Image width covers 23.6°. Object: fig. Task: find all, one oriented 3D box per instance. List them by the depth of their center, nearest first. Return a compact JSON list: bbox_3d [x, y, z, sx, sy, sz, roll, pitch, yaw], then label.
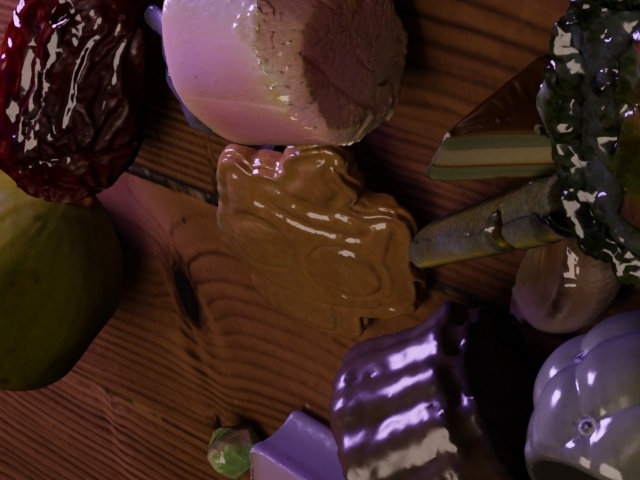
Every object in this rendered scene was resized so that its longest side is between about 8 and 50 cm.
[{"bbox_3d":[-0.432,0.038,2.190,0.343,0.343,0.343,30,139,30],"label":"fig"}]

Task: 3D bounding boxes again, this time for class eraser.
[{"bbox_3d":[0.073,0.427,2.091,0.359,0.122,0.272,26,135,32],"label":"eraser"}]

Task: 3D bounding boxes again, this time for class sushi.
[{"bbox_3d":[0.331,-0.099,1.279,0.294,0.178,0.352,28,141,36],"label":"sushi"}]

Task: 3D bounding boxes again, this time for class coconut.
[{"bbox_3d":[-0.047,-0.214,1.598,0.245,0.233,0.233,11,128,44],"label":"coconut"},{"bbox_3d":[-0.127,0.308,2.251,0.081,0.082,0.083,51,144,-3],"label":"coconut"}]

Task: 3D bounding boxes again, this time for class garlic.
[{"bbox_3d":[0.258,0.037,1.568,0.101,0.087,0.195,53,150,30],"label":"garlic"}]

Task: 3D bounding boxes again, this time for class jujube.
[{"bbox_3d":[-0.314,-0.210,1.939,0.216,0.216,0.342,41,138,17],"label":"jujube"}]

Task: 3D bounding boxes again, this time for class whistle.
[{"bbox_3d":[0.178,-0.015,1.568,0.057,0.068,0.326,37,163,-12],"label":"whistle"}]

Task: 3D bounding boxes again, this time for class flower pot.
[{"bbox_3d":[0.322,0.187,1.491,0.246,0.195,0.246,32,158,14],"label":"flower pot"}]

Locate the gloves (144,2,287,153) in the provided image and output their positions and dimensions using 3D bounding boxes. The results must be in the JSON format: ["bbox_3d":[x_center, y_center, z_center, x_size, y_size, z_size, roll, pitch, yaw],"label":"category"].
[{"bbox_3d":[-0.104,-0.188,1.793,0.285,0.119,0.142,43,113,21],"label":"gloves"}]

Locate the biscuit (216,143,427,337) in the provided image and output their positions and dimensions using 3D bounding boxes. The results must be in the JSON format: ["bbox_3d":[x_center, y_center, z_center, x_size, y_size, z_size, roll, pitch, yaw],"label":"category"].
[{"bbox_3d":[-0.002,0.003,1.795,0.269,0.051,0.376,21,148,13],"label":"biscuit"}]

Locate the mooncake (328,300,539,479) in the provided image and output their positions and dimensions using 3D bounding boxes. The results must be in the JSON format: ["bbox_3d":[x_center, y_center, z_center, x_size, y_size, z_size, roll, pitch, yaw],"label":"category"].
[{"bbox_3d":[0.161,0.233,1.652,0.187,0.324,0.324,-28,98,23],"label":"mooncake"}]

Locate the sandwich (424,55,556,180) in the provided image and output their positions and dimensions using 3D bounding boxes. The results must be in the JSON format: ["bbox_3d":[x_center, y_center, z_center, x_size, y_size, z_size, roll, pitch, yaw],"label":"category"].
[{"bbox_3d":[0.196,-0.086,1.460,0.113,0.163,0.079,43,144,14],"label":"sandwich"}]
